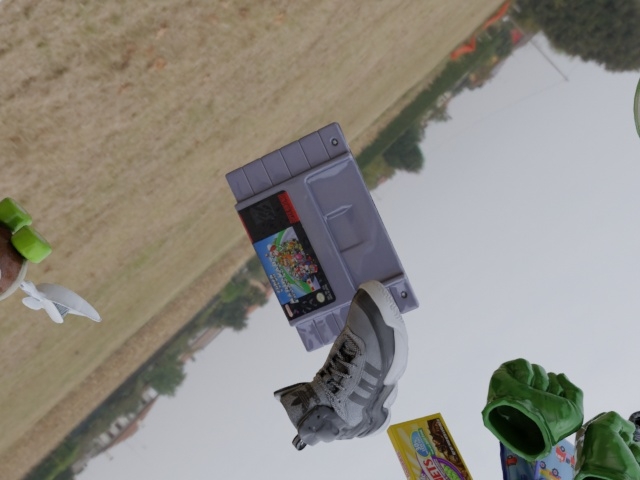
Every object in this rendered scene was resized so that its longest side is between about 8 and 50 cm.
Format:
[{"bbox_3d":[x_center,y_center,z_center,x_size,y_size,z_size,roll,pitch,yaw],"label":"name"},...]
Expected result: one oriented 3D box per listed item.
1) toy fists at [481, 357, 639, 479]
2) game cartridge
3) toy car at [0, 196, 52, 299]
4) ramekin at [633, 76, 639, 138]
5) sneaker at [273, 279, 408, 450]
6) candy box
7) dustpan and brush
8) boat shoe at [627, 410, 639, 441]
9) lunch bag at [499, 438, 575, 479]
[{"bbox_3d":[0.370,0.280,0.904,0.142,0.279,0.096,-32,154,-56],"label":"toy fists"},{"bbox_3d":[0.000,0.000,1.095,0.230,0.355,0.068,-25,-177,6],"label":"game cartridge"},{"bbox_3d":[-0.487,-0.007,0.811,0.155,0.149,0.188,-43,146,-8],"label":"toy car"},{"bbox_3d":[0.642,-0.222,0.949,0.148,0.303,0.303,-34,175,-42],"label":"ramekin"},{"bbox_3d":[0.023,0.181,0.818,0.153,0.101,0.268,-14,128,-25],"label":"sneaker"},{"bbox_3d":[0.197,0.392,1.026,0.105,0.205,0.027,-9,141,-20],"label":"candy box"},{"bbox_3d":[-0.536,0.116,1.219,0.211,0.147,0.060,87,15,-53],"label":"dustpan and brush"},{"bbox_3d":[0.577,0.324,1.018,0.083,0.184,0.065,102,-10,-46],"label":"boat shoe"},{"bbox_3d":[0.480,0.562,1.261,0.138,0.221,0.293,-44,-168,37],"label":"lunch bag"}]
